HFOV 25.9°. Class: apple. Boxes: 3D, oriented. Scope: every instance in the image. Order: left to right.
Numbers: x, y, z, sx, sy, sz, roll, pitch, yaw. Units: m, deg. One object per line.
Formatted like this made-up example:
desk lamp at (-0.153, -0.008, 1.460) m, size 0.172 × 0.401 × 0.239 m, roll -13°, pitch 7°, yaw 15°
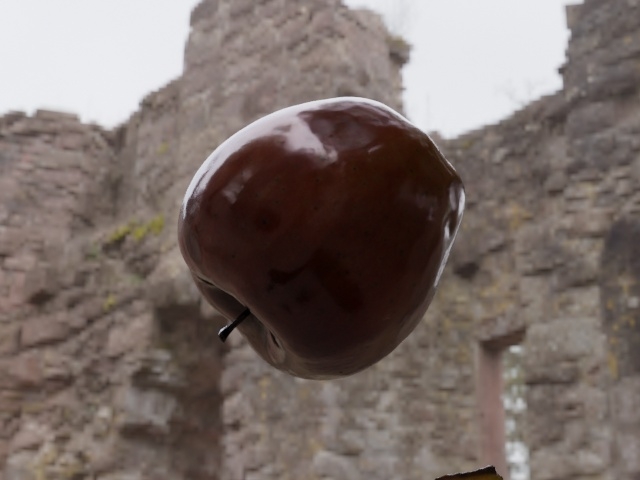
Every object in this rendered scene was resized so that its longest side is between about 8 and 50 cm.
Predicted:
apple at (0.000, 0.001, 1.130) m, size 0.234 × 0.234 × 0.234 m, roll 1°, pitch -24°, yaw 0°

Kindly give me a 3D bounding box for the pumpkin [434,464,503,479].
pumpkin at (-0.021, 0.227, 0.794) m, size 0.278 × 0.111 × 0.163 m, roll -13°, pitch -25°, yaw 1°
